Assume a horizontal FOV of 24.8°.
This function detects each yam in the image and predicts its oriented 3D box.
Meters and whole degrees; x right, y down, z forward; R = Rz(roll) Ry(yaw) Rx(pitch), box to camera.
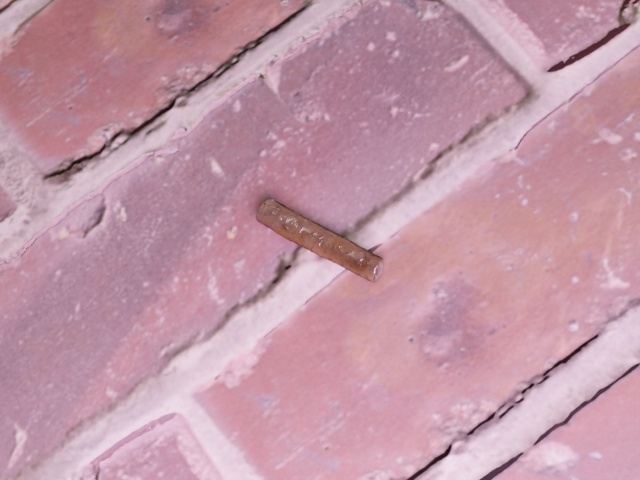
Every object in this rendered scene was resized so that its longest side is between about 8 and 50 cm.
[{"bbox_3d":[0.000,0.000,1.491,0.145,0.032,0.032,28,76,21],"label":"yam"}]
